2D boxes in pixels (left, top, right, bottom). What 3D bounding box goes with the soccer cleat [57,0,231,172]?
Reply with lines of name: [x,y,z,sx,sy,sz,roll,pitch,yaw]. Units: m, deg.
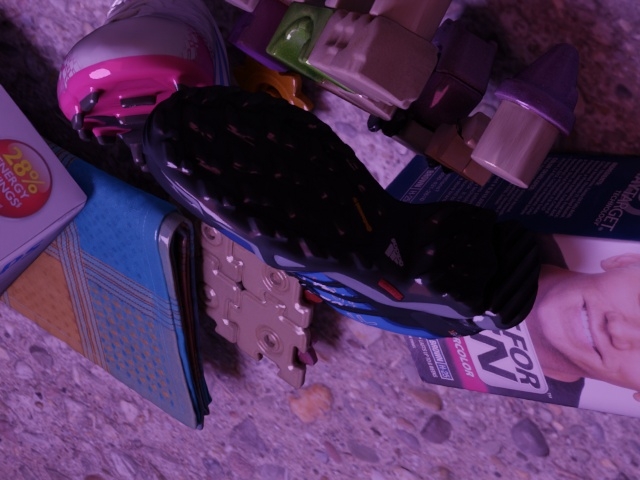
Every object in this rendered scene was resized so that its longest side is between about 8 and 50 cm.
soccer cleat: [-0.133,-0.142,1.355,0.331,0.116,0.143,71,-168,-83]

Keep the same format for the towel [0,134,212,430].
towel: [-0.252,0.004,1.750,0.370,0.040,0.271,29,141,32]

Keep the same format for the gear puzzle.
gear puzzle: [-0.054,-0.033,1.571,0.175,0.044,0.339,33,139,25]

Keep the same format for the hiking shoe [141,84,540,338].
hiking shoe: [0.000,0.000,1.261,0.304,0.113,0.132,28,150,-17]

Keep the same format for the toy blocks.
toy blocks: [0.066,-0.215,1.175,0.309,0.260,0.288,30,178,-23]

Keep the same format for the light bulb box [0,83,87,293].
light bulb box: [-0.457,-0.061,1.695,0.358,0.225,0.361,52,148,0]

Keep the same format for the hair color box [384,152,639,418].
hair color box: [0.216,0.034,1.339,0.347,0.105,0.174,5,130,38]
